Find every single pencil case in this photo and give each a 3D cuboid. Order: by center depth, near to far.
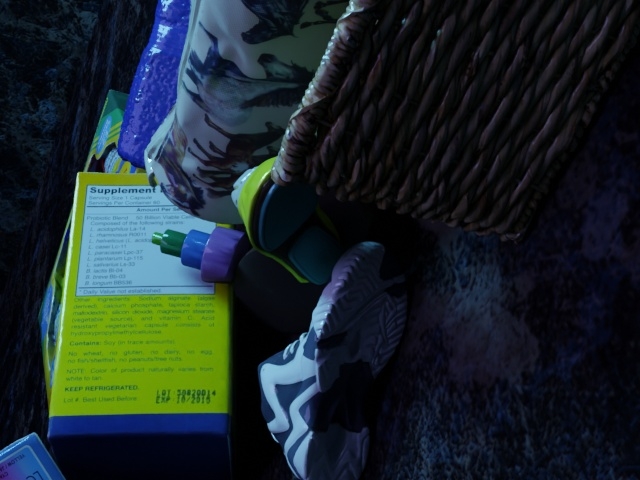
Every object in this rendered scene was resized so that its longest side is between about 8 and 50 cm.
[{"bbox_3d":[-0.058,-0.177,0.981,0.410,0.184,0.159,116,161,-52],"label":"pencil case"}]

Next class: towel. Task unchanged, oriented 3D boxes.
[{"bbox_3d":[-0.126,-0.220,1.403,0.076,0.228,0.308,2,-73,-73],"label":"towel"}]

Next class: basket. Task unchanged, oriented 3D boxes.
[{"bbox_3d":[0.093,-0.184,0.823,0.299,0.223,0.213,-65,26,27],"label":"basket"}]

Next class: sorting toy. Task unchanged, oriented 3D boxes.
[{"bbox_3d":[-0.105,-0.127,1.252,0.127,0.126,0.365,80,-153,-68],"label":"sorting toy"}]

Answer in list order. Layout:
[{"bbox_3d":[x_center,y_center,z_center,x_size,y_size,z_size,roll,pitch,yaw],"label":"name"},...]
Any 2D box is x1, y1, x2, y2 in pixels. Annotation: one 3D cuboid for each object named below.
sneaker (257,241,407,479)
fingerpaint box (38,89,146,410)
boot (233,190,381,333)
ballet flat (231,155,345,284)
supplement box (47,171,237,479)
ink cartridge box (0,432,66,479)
[{"bbox_3d":[-0.002,0.107,1.036,0.153,0.094,0.234,21,106,58],"label":"sneaker"},{"bbox_3d":[-0.309,0.033,1.694,0.444,0.163,0.371,-68,24,18],"label":"fingerpaint box"},{"bbox_3d":[0.000,0.000,1.134,0.115,0.112,0.305,-54,1,-38],"label":"boot"},{"bbox_3d":[-0.038,-0.024,0.941,0.077,0.231,0.077,41,83,23],"label":"ballet flat"},{"bbox_3d":[-0.198,0.111,1.284,0.195,0.194,0.356,94,175,-56],"label":"supplement box"},{"bbox_3d":[-0.282,0.432,1.210,0.395,0.151,0.270,54,157,5],"label":"ink cartridge box"}]
